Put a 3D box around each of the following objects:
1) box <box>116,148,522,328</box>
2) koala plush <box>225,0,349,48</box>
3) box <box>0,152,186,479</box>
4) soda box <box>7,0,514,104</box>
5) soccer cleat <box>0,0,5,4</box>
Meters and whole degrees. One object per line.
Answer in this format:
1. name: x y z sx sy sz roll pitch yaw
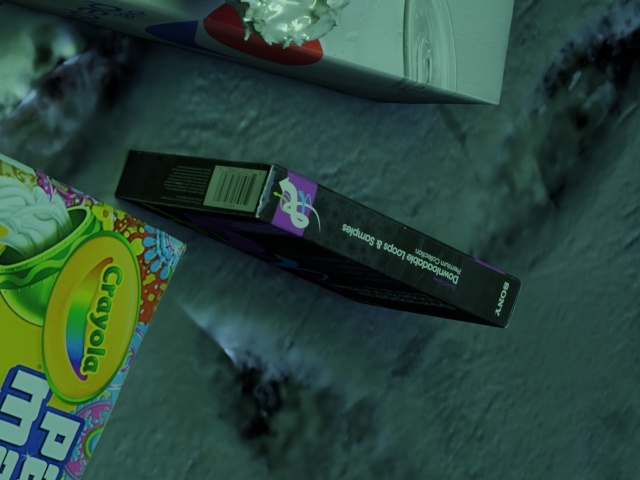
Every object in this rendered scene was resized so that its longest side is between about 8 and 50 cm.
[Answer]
1. box: 0.000 0.000 0.842 0.162 0.116 0.029 23 81 -37
2. koala plush: -0.007 -0.204 0.697 0.196 0.203 0.221 -61 140 -46
3. box: -0.247 0.068 0.590 0.279 0.177 0.290 27 85 -37
4. soda box: -0.040 -0.135 0.815 0.286 0.091 0.098 12 86 -38
5. soccer cleat: -0.211 -0.181 0.606 0.289 0.093 0.121 28 95 -28
